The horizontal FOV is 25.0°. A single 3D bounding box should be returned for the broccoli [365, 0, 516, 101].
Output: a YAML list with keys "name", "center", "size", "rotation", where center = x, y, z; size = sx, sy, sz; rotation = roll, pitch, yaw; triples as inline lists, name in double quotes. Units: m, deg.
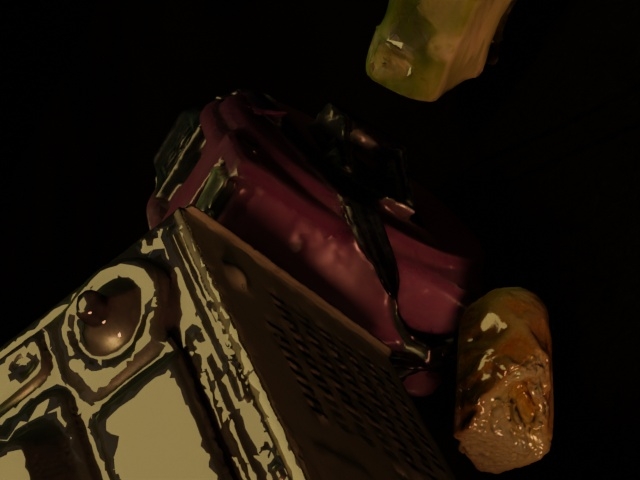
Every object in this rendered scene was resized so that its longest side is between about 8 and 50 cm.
- name: "broccoli"
  center: [0.099, -0.285, 1.015]
  size: [0.361, 0.252, 0.221]
  rotation: [-51, 10, 32]

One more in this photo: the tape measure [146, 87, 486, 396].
- name: "tape measure"
  center: [0.000, 0.000, 0.969]
  size: [0.149, 0.231, 0.245]
  rotation: [-59, 24, 15]

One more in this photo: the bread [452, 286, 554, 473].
- name: "bread"
  center: [0.112, 0.077, 0.869]
  size: [0.066, 0.060, 0.110]
  rotation: [92, -174, -55]

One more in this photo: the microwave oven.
- name: "microwave oven"
  center: [-0.115, 0.233, 0.713]
  size: [0.394, 0.247, 0.333]
  rotation: [-38, 52, 11]
